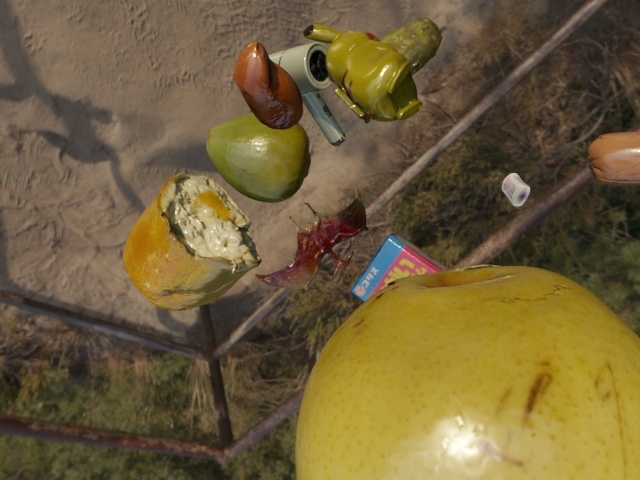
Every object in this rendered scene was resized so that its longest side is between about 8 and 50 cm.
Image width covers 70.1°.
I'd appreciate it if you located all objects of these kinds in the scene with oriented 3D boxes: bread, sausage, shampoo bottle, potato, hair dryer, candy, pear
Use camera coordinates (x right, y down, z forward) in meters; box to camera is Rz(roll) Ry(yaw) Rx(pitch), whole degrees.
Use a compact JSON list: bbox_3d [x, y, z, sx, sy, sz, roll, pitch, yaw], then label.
[{"bbox_3d":[-0.421,0.039,1.391,0.394,0.361,0.250,-41,176,28],"label":"bread"},{"bbox_3d":[0.738,-0.176,0.962,0.305,0.121,0.121,2,140,29],"label":"sausage"},{"bbox_3d":[0.589,-0.158,1.383,0.043,0.099,0.072,4,127,-10],"label":"shampoo bottle"},{"bbox_3d":[0.237,-0.545,1.325,0.251,0.149,0.113,-40,162,4],"label":"potato"},{"bbox_3d":[-0.084,-0.239,0.734,0.089,0.089,0.179,-34,153,5],"label":"sausage"},{"bbox_3d":[-0.013,-0.414,1.383,0.362,0.203,0.128,50,58,-39],"label":"hair dryer"},{"bbox_3d":[0.236,0.132,0.990,0.157,0.306,0.100,-58,165,15],"label":"candy"},{"bbox_3d":[0.143,0.188,0.427,0.349,0.348,0.348,-11,130,-14],"label":"pear"}]

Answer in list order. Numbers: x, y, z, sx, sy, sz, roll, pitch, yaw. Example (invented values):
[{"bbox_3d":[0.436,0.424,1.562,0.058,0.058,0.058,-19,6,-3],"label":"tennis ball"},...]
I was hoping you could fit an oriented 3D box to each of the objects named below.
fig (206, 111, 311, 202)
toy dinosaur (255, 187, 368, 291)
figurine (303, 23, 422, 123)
[{"bbox_3d":[-0.136,-0.191,1.044,0.230,0.207,0.207,7,131,15],"label":"fig"},{"bbox_3d":[-0.001,-0.010,1.164,0.207,0.113,0.327,24,87,-23],"label":"toy dinosaur"},{"bbox_3d":[0.108,-0.404,1.125,0.169,0.326,0.218,-32,141,2],"label":"figurine"}]
